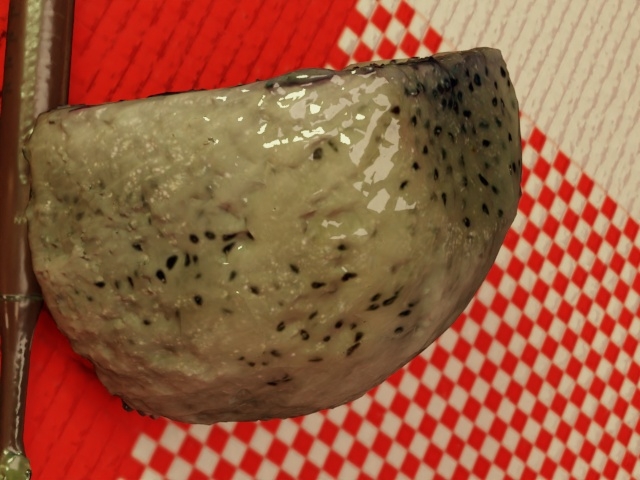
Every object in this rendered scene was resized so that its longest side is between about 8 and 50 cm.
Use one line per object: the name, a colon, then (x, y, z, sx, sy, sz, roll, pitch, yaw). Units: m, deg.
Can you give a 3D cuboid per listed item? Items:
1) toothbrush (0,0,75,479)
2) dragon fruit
toothbrush: (-0.170, -0.025, 1.001, 0.041, 0.041, 0.363, 7, 85, -39)
dragon fruit: (0.000, 0.000, 1.009, 0.283, 0.221, 0.203, -16, 98, -49)
